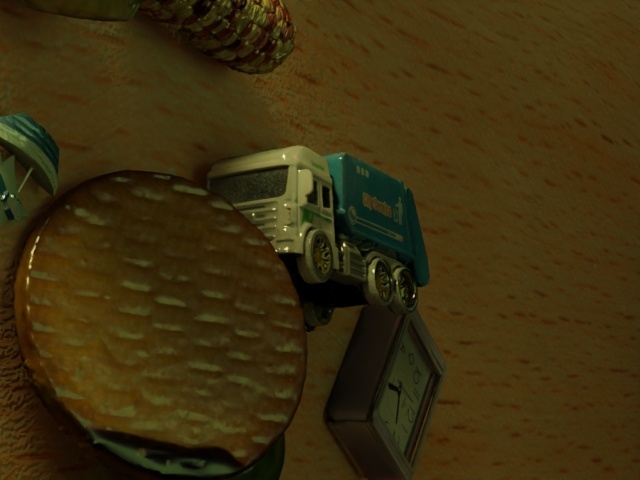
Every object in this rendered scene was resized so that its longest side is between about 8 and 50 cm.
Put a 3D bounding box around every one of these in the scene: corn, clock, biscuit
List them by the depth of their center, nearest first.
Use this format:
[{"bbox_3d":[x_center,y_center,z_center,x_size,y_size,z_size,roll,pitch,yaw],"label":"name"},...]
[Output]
[{"bbox_3d":[-0.148,0.080,1.499,0.318,0.040,0.318,17,60,-33],"label":"biscuit"},{"bbox_3d":[-0.128,-0.251,1.629,0.290,0.098,0.098,22,70,-55],"label":"corn"},{"bbox_3d":[0.087,0.195,2.008,0.144,0.073,0.193,59,40,-40],"label":"clock"}]

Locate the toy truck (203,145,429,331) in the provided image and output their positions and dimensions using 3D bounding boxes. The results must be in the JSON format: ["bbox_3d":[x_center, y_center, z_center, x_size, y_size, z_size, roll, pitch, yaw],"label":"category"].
[{"bbox_3d":[0.000,0.000,1.796,0.367,0.146,0.175,23,61,-61],"label":"toy truck"}]

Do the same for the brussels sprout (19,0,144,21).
[{"bbox_3d":[-0.214,-0.318,1.366,0.210,0.219,0.271,-21,127,-42],"label":"brussels sprout"}]

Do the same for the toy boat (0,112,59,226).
[{"bbox_3d":[-0.290,-0.053,1.404,0.149,0.034,0.105,-45,131,-37],"label":"toy boat"}]

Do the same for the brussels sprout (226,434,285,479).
[{"bbox_3d":[-0.109,0.199,1.595,0.161,0.144,0.180,32,59,-11],"label":"brussels sprout"}]
